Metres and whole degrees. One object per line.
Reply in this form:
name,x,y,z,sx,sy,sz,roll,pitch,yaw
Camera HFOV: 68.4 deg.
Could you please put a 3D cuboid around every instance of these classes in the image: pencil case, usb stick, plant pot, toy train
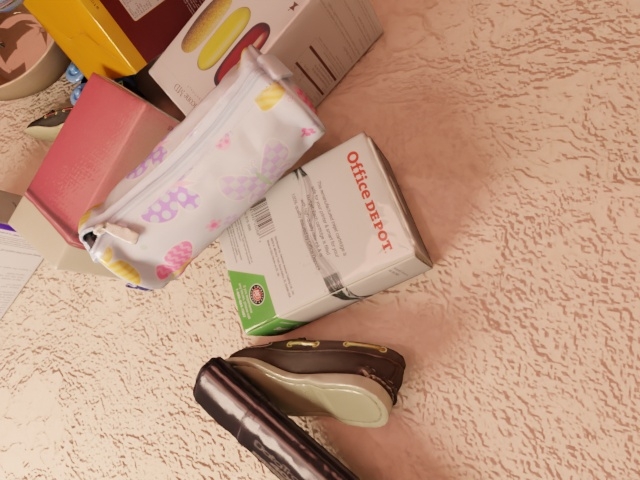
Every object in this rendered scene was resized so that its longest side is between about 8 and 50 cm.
pencil case,-0.123,-0.071,0.491,0.273,0.124,0.113,-41,62,10
usb stick,-0.024,0.223,0.483,0.278,0.045,0.077,35,133,18
plant pot,-0.532,-0.355,0.782,0.284,0.191,0.284,0,89,-5
toy train,-0.335,-0.231,0.749,0.105,0.080,0.184,-23,67,9

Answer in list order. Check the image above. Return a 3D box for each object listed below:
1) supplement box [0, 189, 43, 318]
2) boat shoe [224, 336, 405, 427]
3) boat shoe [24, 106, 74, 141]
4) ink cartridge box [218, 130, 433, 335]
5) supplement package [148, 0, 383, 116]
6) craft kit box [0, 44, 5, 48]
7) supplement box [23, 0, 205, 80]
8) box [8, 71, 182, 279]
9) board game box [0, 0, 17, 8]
supplement box,-0.555,0.034,0.769,0.111,0.114,0.220,41,99,26
boat shoe,-0.015,0.146,0.518,0.227,0.081,0.069,-3,33,36
boat shoe,-0.452,-0.200,0.811,0.132,0.049,0.042,-4,71,22
ink cartridge box,0.000,0.000,0.531,0.208,0.087,0.153,-26,68,19
supplement package,-0.066,-0.237,0.590,0.244,0.134,0.139,-47,64,8
craft kit box,-0.739,-0.428,0.993,0.246,0.061,0.250,-14,73,19
supplement box,-0.252,-0.327,0.630,0.191,0.129,0.194,15,58,48
box,-0.275,-0.078,0.643,0.126,0.148,0.232,32,93,26
board game box,-0.363,-0.352,0.603,0.160,0.039,0.211,-38,34,-5
